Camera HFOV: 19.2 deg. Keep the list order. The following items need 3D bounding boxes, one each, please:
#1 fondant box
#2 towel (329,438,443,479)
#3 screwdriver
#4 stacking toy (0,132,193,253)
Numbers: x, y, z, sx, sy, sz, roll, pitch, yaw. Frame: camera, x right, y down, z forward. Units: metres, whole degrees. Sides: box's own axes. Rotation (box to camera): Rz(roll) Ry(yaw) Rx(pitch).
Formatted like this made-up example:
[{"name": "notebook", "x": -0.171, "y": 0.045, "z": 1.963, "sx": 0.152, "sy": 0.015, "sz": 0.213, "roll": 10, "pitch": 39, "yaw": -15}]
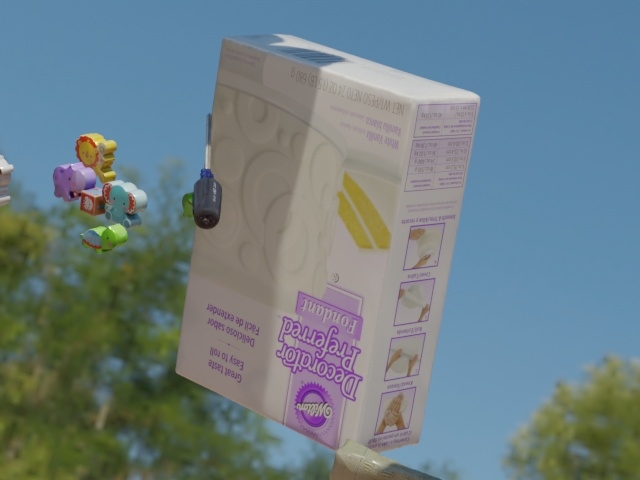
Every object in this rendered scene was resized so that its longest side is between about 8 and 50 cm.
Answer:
[{"name": "fondant box", "x": 0.000, "y": 0.000, "z": 1.709, "sx": 0.238, "sy": 0.330, "sz": 0.096, "roll": 22, "pitch": 20, "yaw": 40}, {"name": "towel", "x": 0.137, "y": 0.309, "z": 1.442, "sx": 0.324, "sy": 0.056, "sz": 0.312, "roll": 23, "pitch": -36, "yaw": 16}, {"name": "screwdriver", "x": -0.091, "y": -0.059, "z": 1.470, "sx": 0.025, "sy": 0.170, "sz": 0.024, "roll": 4, "pitch": -58, "yaw": -10}, {"name": "stacking toy", "x": -0.228, "y": -0.052, "z": 1.963, "sx": 0.221, "sy": 0.052, "sz": 0.167, "roll": 23, "pitch": 26, "yaw": 35}]
